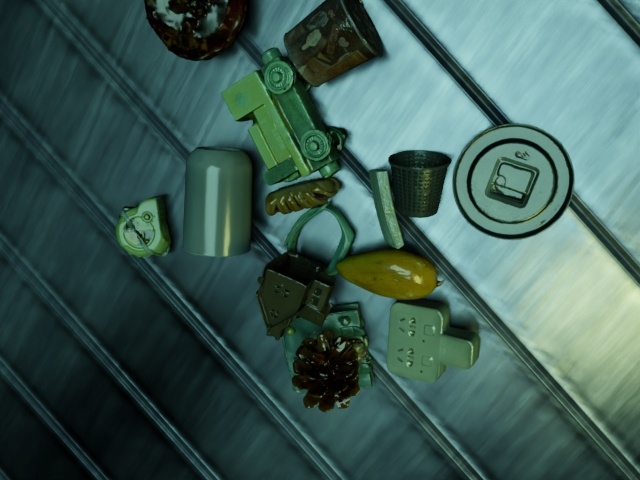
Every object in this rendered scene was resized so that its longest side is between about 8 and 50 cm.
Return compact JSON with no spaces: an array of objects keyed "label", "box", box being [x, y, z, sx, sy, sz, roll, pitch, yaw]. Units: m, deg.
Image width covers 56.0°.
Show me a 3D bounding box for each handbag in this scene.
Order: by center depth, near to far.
[{"label":"handbag","box":[0.016,0.343,1.882,0.274,0.100,0.268,-7,100,17]}]

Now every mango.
[{"label":"mango","box":[0.201,0.097,1.749,0.317,0.119,0.176,4,147,15]}]

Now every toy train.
[{"label":"toy train","box":[-0.101,-0.338,1.735,0.253,0.160,0.397,-26,94,25]}]

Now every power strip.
[{"label":"power strip","box":[0.341,0.295,1.789,0.261,0.141,0.229,8,104,28]}]

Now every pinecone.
[{"label":"pinecone","box":[0.015,0.377,1.743,0.203,0.201,0.228,-8,73,-9]}]

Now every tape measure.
[{"label":"tape measure","box":[-0.570,-0.036,1.949,0.175,0.106,0.199,-10,102,3]}]

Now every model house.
[{"label":"model house","box":[-0.078,0.191,1.763,0.204,0.211,0.243,24,111,12]}]

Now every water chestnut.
[{"label":"water chestnut","box":[-0.346,-0.650,1.663,0.300,0.300,0.300,3,103,14]}]

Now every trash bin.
[{"label":"trash bin","box":[0.271,-0.155,1.680,0.176,0.175,0.161,6,116,13]}]

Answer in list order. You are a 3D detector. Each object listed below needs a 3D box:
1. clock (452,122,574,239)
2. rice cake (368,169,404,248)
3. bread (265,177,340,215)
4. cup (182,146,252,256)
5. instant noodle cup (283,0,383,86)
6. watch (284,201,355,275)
[{"label":"clock","box":[0.524,-0.162,1.652,0.319,0.066,0.318,4,104,14]},{"label":"rice cake","box":[0.187,-0.091,1.732,0.043,0.127,0.237,-15,98,-4]},{"label":"bread","box":[-0.057,-0.129,1.778,0.225,0.134,0.081,-11,101,19]},{"label":"cup","box":[-0.305,-0.119,1.807,0.206,0.205,0.312,8,103,13]},{"label":"instant noodle cup","box":[0.031,-0.541,1.629,0.207,0.217,0.217,-28,94,25]},{"label":"watch","box":[0.000,0.000,1.830,0.195,0.068,0.237,28,112,10]}]
